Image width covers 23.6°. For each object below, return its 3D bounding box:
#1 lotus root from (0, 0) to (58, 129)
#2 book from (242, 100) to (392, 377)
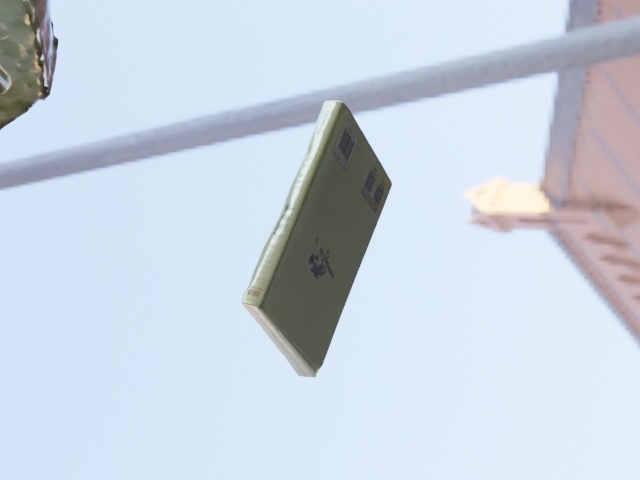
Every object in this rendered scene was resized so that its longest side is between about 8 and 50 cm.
[{"bbox_3d":[-0.258,-0.159,0.787,0.260,0.267,0.149,24,-128,-39],"label":"lotus root"},{"bbox_3d":[-0.001,0.000,0.723,0.111,0.014,0.077,-68,-30,-22],"label":"book"}]
